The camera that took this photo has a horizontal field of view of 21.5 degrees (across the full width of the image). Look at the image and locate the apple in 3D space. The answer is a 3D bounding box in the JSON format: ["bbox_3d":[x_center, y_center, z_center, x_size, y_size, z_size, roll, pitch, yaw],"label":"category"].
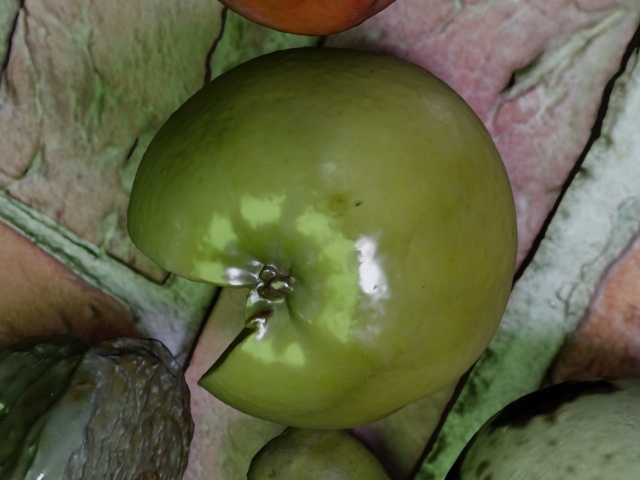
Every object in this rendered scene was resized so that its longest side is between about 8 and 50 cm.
[{"bbox_3d":[0.000,0.000,1.251,0.292,0.254,0.292,5,110,15],"label":"apple"}]

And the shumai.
[{"bbox_3d":[-0.275,0.198,1.425,0.263,0.304,0.309,17,77,22],"label":"shumai"}]

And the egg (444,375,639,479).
[{"bbox_3d":[0.257,0.264,1.223,0.379,0.287,0.287,34,118,-7],"label":"egg"}]

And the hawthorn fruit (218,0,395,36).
[{"bbox_3d":[-0.024,-0.304,1.163,0.298,0.277,0.277,45,120,24],"label":"hawthorn fruit"}]

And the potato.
[{"bbox_3d":[0.016,0.262,1.420,0.149,0.113,0.251,-13,95,33],"label":"potato"}]
